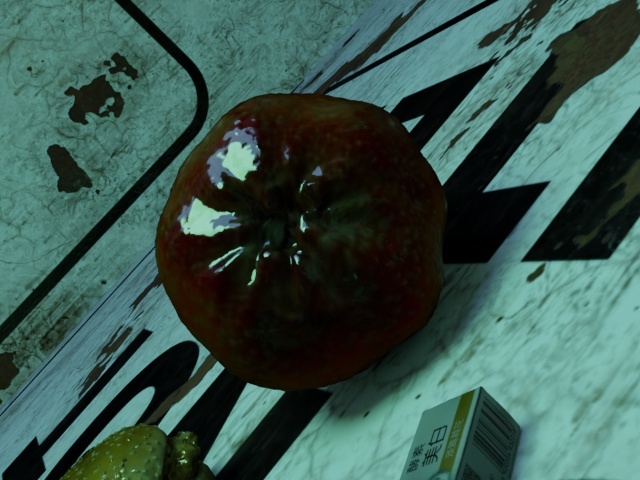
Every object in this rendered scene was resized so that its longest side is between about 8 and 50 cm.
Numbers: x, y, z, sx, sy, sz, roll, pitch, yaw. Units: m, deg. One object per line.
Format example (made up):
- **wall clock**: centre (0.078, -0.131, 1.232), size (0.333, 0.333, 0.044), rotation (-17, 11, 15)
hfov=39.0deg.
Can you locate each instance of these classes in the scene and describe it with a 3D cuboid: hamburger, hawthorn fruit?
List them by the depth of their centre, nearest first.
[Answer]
- **hawthorn fruit**: centre (0.000, 0.000, 0.803), size (0.254, 0.254, 0.300), rotation (-44, -14, 9)
- **hamburger**: centre (-0.178, 0.245, 0.808), size (0.191, 0.118, 0.182), rotation (-43, 16, -4)

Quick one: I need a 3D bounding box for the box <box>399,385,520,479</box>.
- **box**: centre (0.055, 0.171, 0.469), size (0.055, 0.039, 0.218), rotation (-33, 18, 40)
